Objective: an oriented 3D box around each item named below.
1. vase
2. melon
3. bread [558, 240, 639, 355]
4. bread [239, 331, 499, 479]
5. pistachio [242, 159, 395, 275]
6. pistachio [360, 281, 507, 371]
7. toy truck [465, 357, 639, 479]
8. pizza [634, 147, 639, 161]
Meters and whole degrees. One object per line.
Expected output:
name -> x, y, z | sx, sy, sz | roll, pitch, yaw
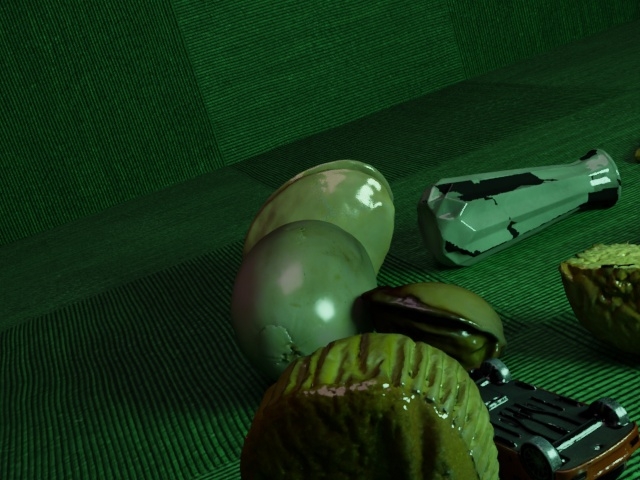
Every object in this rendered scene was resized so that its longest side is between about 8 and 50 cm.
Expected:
vase -> 0.363, -0.069, 1.564 | 0.360, 0.165, 0.165 | -17, 17, -12
melon -> -0.023, 0.090, 1.298 | 0.223, 0.223, 0.317 | -13, 23, 12
bread -> 0.432, 0.070, 1.075 | 0.229, 0.140, 0.143 | 0, 21, 41
bread -> 0.050, 0.219, 0.787 | 0.227, 0.253, 0.142 | -5, 21, 10
pistachio -> 0.000, 0.000, 1.548 | 0.321, 0.238, 0.229 | -45, 17, 15
pistachio -> 0.151, 0.118, 1.170 | 0.210, 0.131, 0.165 | 24, -15, 9
toy truck -> 0.211, 0.211, 0.890 | 0.107, 0.114, 0.252 | -22, 16, -24
pizza -> 0.779, -0.226, 1.841 | 0.181, 0.034, 0.262 | -8, 19, 28
